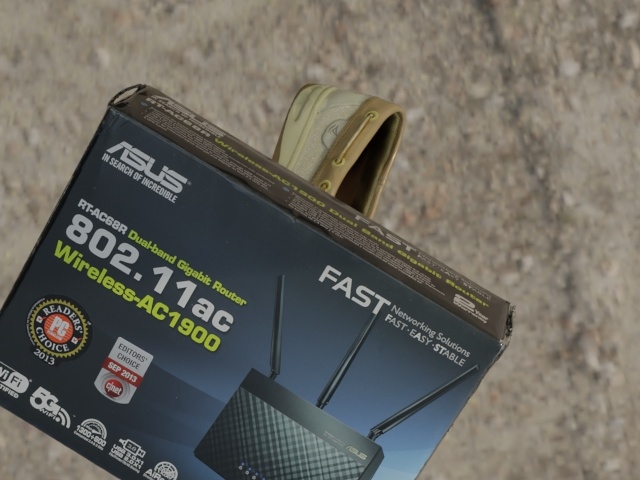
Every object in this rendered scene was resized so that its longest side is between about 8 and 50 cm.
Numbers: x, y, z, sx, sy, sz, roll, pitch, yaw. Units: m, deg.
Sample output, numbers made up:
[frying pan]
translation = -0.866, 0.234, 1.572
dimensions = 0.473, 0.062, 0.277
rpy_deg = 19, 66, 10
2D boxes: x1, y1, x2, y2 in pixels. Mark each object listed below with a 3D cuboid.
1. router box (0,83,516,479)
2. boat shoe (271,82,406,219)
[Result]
[router box]
translation = -0.022, 0.028, 0.406
dimensions = 0.122, 0.038, 0.092
rpy_deg = 31, 107, 1
[boat shoe]
translation = 0.000, 0.000, 0.566
dimensions = 0.045, 0.135, 0.050
rpy_deg = 5, 158, 22
